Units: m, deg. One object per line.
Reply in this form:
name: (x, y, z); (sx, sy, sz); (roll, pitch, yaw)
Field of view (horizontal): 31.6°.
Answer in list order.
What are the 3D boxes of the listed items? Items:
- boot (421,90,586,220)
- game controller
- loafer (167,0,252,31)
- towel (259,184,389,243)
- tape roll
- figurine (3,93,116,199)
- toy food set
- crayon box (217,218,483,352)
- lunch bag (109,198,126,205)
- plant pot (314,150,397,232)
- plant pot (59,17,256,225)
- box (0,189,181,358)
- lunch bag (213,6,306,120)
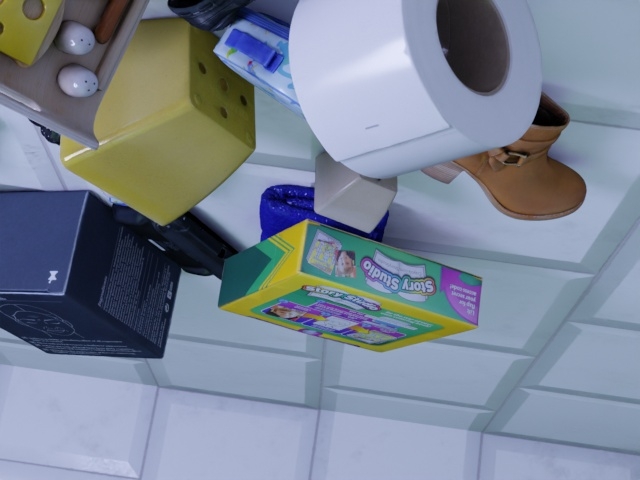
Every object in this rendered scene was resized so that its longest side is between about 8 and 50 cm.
boot: (0.293, -0.133, 1.583); (0.283, 0.109, 0.220); (22, 152, -13)
game controller: (-0.266, -0.002, 2.179); (0.166, 0.067, 0.319); (13, 163, 30)
loafer: (-0.116, -0.304, 1.308); (0.078, 0.076, 0.223); (9, 164, -24)
towel: (0.000, 0.000, 2.038); (0.227, 0.076, 0.308); (8, 159, 0)
tape roll: (0.107, -0.203, 1.252); (0.246, 0.246, 0.169); (26, 153, -38)
figurine: (-0.353, -0.150, 1.685); (0.215, 0.092, 0.209); (43, 170, 11)
toy food set: (-0.257, -0.274, 1.171); (0.219, 0.306, 0.092); (26, 179, -39)
crayon box: (0.049, 0.091, 2.010); (0.362, 0.106, 0.313); (18, 158, -26)
lunch bag: (-0.259, -0.108, 1.851); (0.151, 0.096, 0.129); (3, 160, -26)
plant pot: (0.063, -0.093, 1.752); (0.109, 0.109, 0.096); (21, 143, -28)
plant pot: (-0.202, -0.177, 1.518); (0.187, 0.212, 0.212); (-20, 147, 27)
box: (-0.504, 0.075, 2.236); (0.293, 0.212, 0.395); (0, 158, 21)
lunch bag: (-0.024, -0.204, 1.394); (0.176, 0.090, 0.219); (28, -175, -39)
